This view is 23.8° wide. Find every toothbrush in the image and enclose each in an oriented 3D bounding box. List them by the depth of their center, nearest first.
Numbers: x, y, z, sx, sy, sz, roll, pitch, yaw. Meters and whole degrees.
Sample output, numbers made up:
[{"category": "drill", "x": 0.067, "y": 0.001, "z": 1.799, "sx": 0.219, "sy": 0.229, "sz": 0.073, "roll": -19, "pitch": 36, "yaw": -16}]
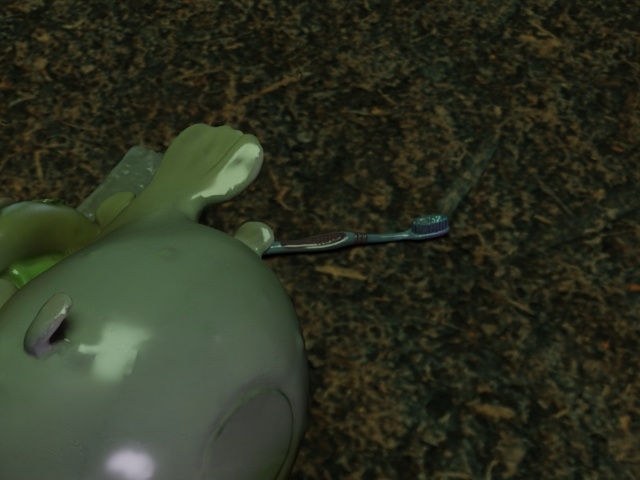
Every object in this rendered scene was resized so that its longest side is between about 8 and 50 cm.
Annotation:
[{"category": "toothbrush", "x": 0.000, "y": 0.000, "z": 1.118, "sx": 0.193, "sy": 0.019, "sz": 0.013, "roll": -7, "pitch": 49, "yaw": -4}]

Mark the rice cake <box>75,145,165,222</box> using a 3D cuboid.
[{"category": "rice cake", "x": -0.202, "y": 0.071, "z": 1.020, "sx": 0.064, "sy": 0.070, "sz": 0.399, "roll": 26, "pitch": 53, "yaw": 16}]

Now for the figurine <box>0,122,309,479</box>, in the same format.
[{"category": "figurine", "x": -0.161, "y": 0.022, "z": 0.903, "sx": 0.394, "sy": 0.226, "sz": 0.274, "roll": 26, "pitch": 68, "yaw": 36}]
